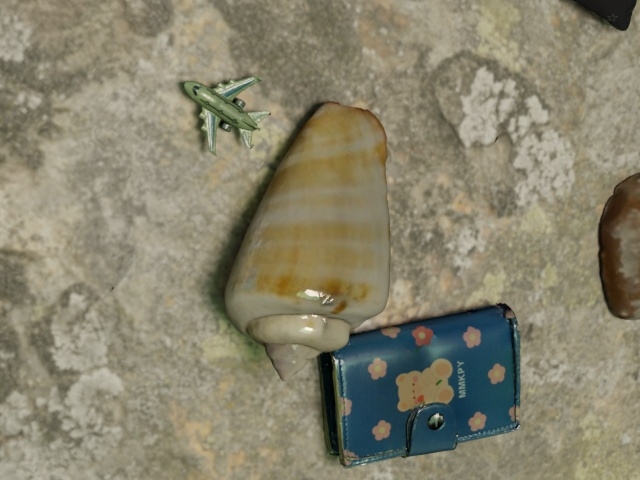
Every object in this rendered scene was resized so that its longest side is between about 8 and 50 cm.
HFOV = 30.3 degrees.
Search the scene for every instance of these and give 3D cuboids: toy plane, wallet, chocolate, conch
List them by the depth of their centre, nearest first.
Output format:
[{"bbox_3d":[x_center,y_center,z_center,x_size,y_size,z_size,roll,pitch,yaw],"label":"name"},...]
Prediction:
[{"bbox_3d":[-0.087,-0.118,1.052,0.083,0.033,0.080,31,90,-17],"label":"toy plane"},{"bbox_3d":[0.004,0.003,1.061,0.158,0.127,0.255,10,95,-21],"label":"conch"},{"bbox_3d":[0.102,0.145,1.169,0.202,0.059,0.141,-9,107,-20],"label":"wallet"},{"bbox_3d":[0.423,-0.004,1.248,0.254,0.080,0.157,-12,106,-19],"label":"chocolate"}]

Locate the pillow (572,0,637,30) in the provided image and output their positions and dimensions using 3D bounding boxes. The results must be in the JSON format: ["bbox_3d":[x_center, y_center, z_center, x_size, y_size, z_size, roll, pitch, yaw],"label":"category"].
[{"bbox_3d":[0.283,-0.324,1.137,0.141,0.055,0.208,24,92,-18],"label":"pillow"}]
